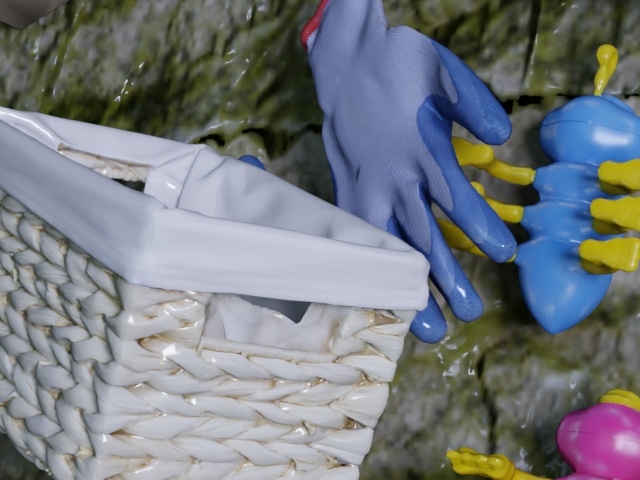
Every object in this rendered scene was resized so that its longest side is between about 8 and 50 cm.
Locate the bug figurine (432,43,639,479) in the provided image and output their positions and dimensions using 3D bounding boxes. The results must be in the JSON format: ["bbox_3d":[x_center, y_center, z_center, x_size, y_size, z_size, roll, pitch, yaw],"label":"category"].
[{"bbox_3d":[0.156,0.048,0.652,0.279,0.072,0.216,12,80,33],"label":"bug figurine"}]

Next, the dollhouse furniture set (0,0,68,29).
[{"bbox_3d":[-0.157,-0.182,0.827,0.144,0.123,0.151,-29,69,20],"label":"dollhouse furniture set"}]

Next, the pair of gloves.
[{"bbox_3d":[0.000,0.000,0.729,0.198,0.023,0.159,-53,41,32],"label":"pair of gloves"}]

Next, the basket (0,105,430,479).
[{"bbox_3d":[-0.058,0.025,0.684,0.167,0.113,0.103,27,104,56],"label":"basket"}]
